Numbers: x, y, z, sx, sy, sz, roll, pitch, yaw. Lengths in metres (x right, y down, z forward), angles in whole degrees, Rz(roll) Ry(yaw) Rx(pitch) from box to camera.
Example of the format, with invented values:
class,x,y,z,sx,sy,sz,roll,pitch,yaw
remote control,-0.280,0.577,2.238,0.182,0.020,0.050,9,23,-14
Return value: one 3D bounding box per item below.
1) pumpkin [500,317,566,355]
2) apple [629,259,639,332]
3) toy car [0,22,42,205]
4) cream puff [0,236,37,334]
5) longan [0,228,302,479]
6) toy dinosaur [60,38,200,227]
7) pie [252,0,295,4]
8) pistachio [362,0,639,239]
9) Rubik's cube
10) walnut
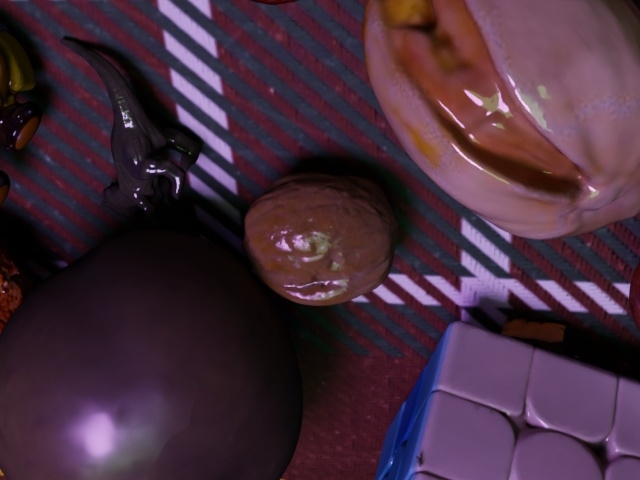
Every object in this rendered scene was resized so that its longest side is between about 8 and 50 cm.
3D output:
class,x,y,z,sx,sy,sz,roll,pitch,yaw
pumpkin,0.244,0.135,1.123,0.074,0.054,0.083,2,129,17
apple,0.414,0.051,0.960,0.201,0.162,0.201,26,148,17
toy car,-0.409,-0.120,0.985,0.200,0.142,0.248,29,105,2
cream puff,-0.411,0.080,1.131,0.163,0.240,0.240,-15,131,-26
longan,-0.182,0.164,1.049,0.360,0.361,0.361,6,126,8
toy dinosaur,-0.226,-0.093,1.036,0.178,0.087,0.187,25,125,-8
pie,-0.044,-0.298,0.875,0.182,0.050,0.182,4,126,6
pistachio,0.177,-0.136,0.844,0.309,0.230,0.230,48,122,-2
Rubik's cube,0.212,0.311,1.071,0.291,0.292,0.290,18,143,1
walnut,0.000,0.000,1.024,0.166,0.149,0.166,-5,151,-3
